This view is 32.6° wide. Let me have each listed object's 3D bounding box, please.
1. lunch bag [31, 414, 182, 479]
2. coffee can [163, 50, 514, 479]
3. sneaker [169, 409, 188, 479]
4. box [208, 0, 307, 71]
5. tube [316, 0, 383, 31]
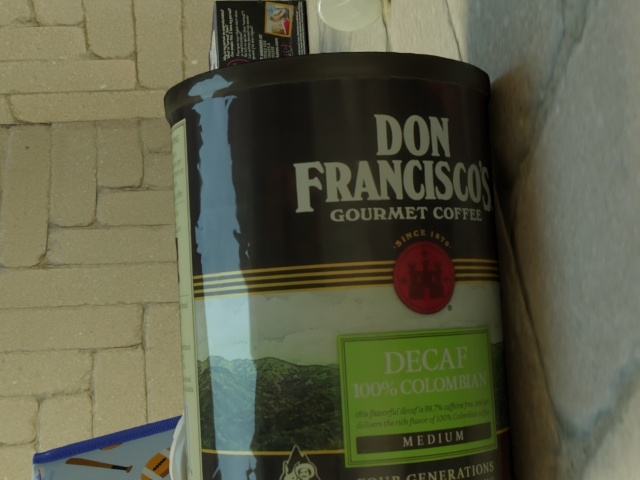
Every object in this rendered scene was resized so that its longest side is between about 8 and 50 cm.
[{"bbox_3d":[-0.123,0.378,1.252,0.239,0.386,0.327,55,-160,-50],"label":"lunch bag"},{"bbox_3d":[0.012,0.043,0.670,0.201,0.202,0.275,146,121,-82],"label":"coffee can"},{"bbox_3d":[-0.052,0.169,1.145,0.281,0.105,0.115,-51,25,-2],"label":"sneaker"},{"bbox_3d":[-0.101,-0.254,1.702,0.247,0.142,0.163,123,144,-79],"label":"box"},{"bbox_3d":[0.026,-0.305,1.046,0.070,0.062,0.240,-29,46,32],"label":"tube"}]
